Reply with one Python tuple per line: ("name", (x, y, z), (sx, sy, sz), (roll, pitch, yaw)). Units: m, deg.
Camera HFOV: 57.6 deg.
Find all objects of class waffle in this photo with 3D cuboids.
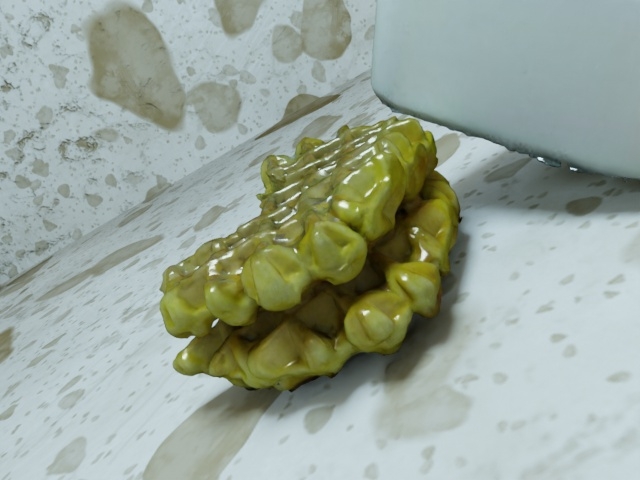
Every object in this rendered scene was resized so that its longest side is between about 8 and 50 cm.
("waffle", (0.000, 0.000, 0.573), (0.261, 0.151, 0.324), (-17, 27, 28))

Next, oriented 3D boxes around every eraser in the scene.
("eraser", (0.201, -0.193, 0.563), (0.331, 0.150, 0.331), (0, 30, 0))
